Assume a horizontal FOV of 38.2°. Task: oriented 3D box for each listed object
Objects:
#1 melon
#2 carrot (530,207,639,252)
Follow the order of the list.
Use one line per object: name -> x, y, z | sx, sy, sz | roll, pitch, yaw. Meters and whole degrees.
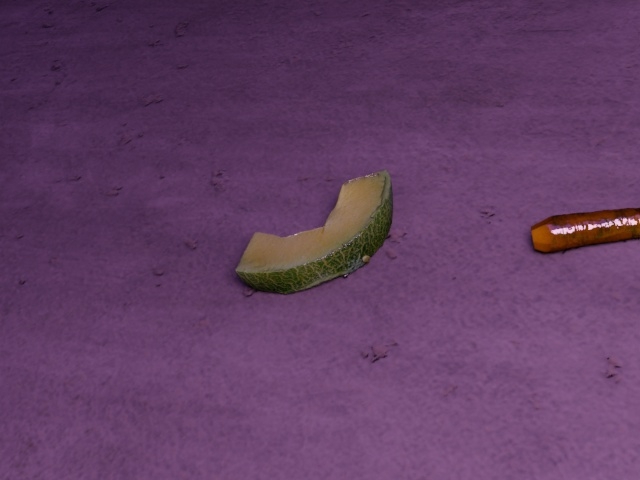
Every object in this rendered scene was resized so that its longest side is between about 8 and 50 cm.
melon -> 0.000, 0.000, 1.104 | 0.209, 0.064, 0.118 | -20, 44, 4
carrot -> 0.319, -0.015, 1.014 | 0.170, 0.042, 0.042 | -6, 45, 12
